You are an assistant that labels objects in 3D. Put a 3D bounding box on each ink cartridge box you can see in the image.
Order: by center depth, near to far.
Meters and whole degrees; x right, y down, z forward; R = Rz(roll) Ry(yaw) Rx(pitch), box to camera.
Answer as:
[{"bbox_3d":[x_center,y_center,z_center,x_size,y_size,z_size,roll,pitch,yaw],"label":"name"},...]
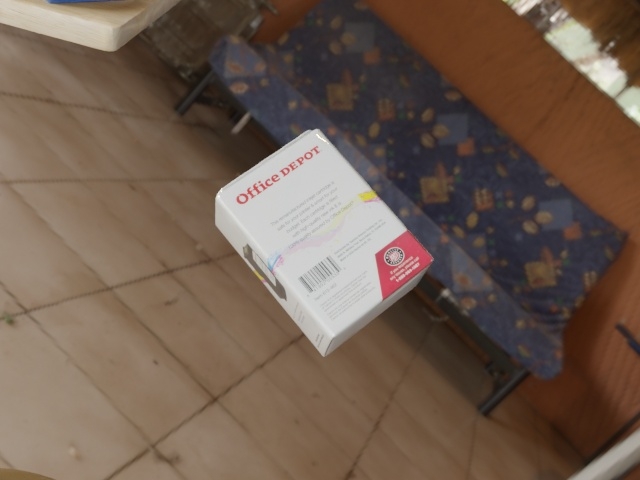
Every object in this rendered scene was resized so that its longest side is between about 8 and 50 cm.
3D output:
[{"bbox_3d":[0.000,0.000,0.839,0.175,0.127,0.072,50,-19,13],"label":"ink cartridge box"}]

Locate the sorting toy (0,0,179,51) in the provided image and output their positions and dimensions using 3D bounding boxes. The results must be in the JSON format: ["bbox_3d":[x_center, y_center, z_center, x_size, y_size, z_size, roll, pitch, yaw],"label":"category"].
[{"bbox_3d":[-0.288,-0.297,0.892,0.257,0.089,0.255,15,27,-1],"label":"sorting toy"}]

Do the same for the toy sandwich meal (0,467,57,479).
[{"bbox_3d":[-0.198,0.177,0.584,0.085,0.029,0.085,17,-6,2],"label":"toy sandwich meal"}]
